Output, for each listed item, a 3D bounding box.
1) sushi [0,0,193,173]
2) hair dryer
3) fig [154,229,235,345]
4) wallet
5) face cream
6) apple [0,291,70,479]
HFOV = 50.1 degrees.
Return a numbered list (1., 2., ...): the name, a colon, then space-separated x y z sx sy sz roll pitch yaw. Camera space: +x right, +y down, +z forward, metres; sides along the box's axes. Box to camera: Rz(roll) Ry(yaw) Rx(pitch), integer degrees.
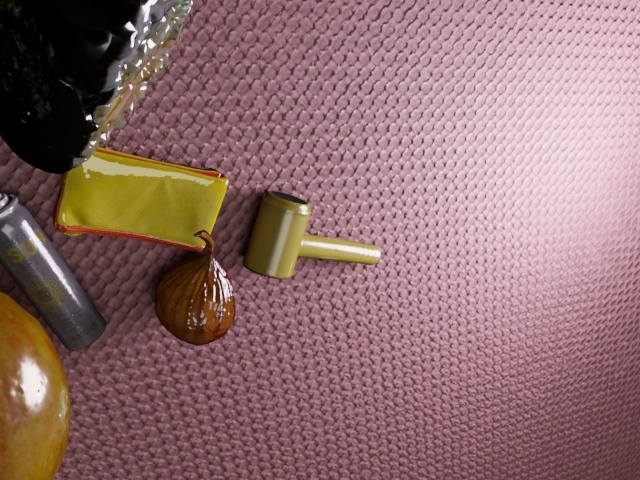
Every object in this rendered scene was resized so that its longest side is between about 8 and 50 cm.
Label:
1. sushi: -0.318 -0.280 0.795 0.285 0.328 0.329 34 60 -11
2. hair dryer: 0.000 0.000 1.232 0.278 0.090 0.135 9 104 -38
3. fig: -0.191 0.058 1.096 0.133 0.146 0.201 -8 122 -43
4. wallet: -0.278 -0.064 1.058 0.241 0.067 0.141 10 110 -27
5. face cream: -0.418 0.042 1.012 0.073 0.073 0.284 -32 122 -14
6. apple: -0.515 0.215 0.851 0.400 0.400 0.334 -9 86 -26
